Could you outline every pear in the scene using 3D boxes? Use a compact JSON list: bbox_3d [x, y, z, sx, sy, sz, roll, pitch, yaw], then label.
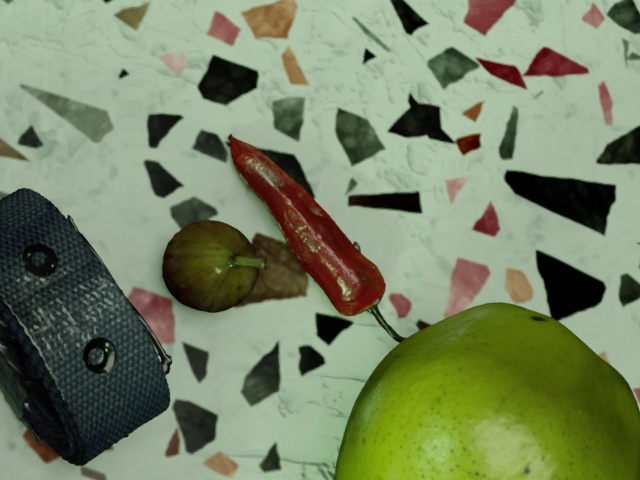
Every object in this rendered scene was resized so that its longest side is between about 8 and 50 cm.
[{"bbox_3d":[0.143,0.205,1.261,0.294,0.294,0.294,5,75,-19],"label":"pear"}]

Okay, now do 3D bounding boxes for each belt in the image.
[{"bbox_3d":[-0.222,0.068,1.235,0.126,0.139,0.230,-34,88,-30],"label":"belt"}]

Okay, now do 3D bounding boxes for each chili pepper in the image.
[{"bbox_3d":[0.000,0.000,1.378,0.059,0.050,0.268,-39,91,-9],"label":"chili pepper"}]

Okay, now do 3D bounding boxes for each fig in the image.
[{"bbox_3d":[-0.089,0.019,1.297,0.089,0.125,0.089,5,78,-23],"label":"fig"}]
